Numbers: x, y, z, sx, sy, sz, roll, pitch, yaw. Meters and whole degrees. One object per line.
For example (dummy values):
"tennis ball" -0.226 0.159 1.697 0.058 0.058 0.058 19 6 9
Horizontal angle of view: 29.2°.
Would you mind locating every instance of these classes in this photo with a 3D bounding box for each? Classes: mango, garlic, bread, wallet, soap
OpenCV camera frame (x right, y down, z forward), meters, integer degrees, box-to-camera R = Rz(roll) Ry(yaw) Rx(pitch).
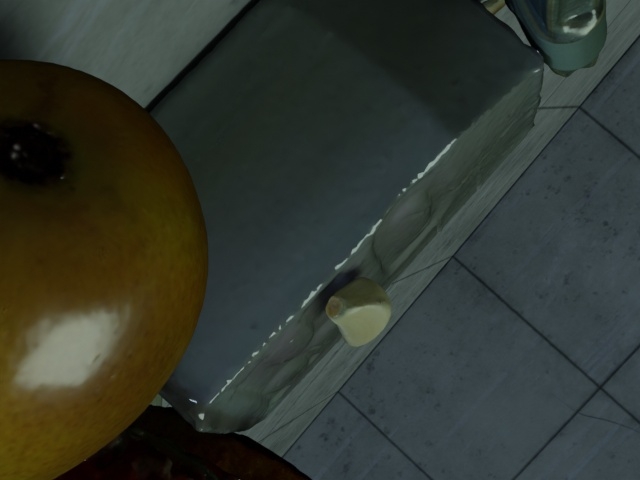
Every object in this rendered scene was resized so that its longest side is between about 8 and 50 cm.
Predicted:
"mango" -0.193 0.035 0.740 0.264 0.221 0.378 -48 180 -22
"garlic" 0.030 0.056 1.000 0.053 0.041 0.083 -37 155 2
"bread" -0.097 0.225 1.131 0.095 0.269 0.139 -55 150 -21
"wallet" 0.179 -0.270 1.042 0.083 0.252 0.360 -18 171 10
"soap" -0.013 -0.046 1.124 0.435 0.213 0.350 -48 167 -5

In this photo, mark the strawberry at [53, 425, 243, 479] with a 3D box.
"strawberry" -0.245 0.285 0.974 0.345 0.317 0.295 -61 -165 -9

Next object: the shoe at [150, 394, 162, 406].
"shoe" -0.286 0.208 1.197 0.336 0.132 0.171 -44 163 -28

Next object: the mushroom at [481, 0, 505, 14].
"mushroom" 0.181 -0.279 1.483 0.068 0.043 0.306 -25 -178 30
